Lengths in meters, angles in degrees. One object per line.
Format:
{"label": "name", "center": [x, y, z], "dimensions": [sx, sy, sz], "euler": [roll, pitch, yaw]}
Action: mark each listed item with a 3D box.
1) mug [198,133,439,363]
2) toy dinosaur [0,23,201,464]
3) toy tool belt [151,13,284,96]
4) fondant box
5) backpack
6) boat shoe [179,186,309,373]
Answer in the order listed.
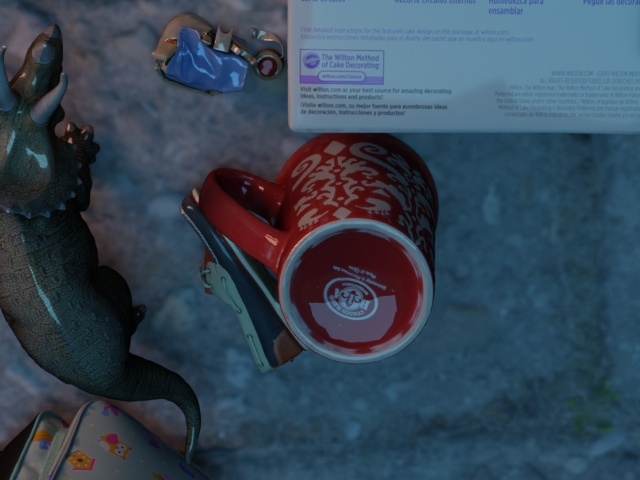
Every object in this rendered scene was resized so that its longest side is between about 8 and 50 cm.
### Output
{"label": "mug", "center": [0.004, 0.009, 1.138], "dimensions": [0.150, 0.169, 0.113], "euler": [-10, 108, 3]}
{"label": "toy dinosaur", "center": [-0.168, 0.021, 1.148], "dimensions": [0.121, 0.160, 0.313], "euler": [-14, 106, 5]}
{"label": "toy tool belt", "center": [-0.065, -0.113, 1.162], "dimensions": [0.083, 0.051, 0.052], "euler": [12, 107, -4]}
{"label": "fondant box", "center": [0.099, -0.233, 1.101], "dimensions": [0.238, 0.096, 0.330], "euler": [1, 108, 1]}
{"label": "backpack", "center": [-0.138, 0.211, 1.205], "dimensions": [0.188, 0.166, 0.144], "euler": [43, 112, -14]}
{"label": "boat shoe", "center": [-0.056, 0.027, 1.210], "dimensions": [0.043, 0.049, 0.137], "euler": [-30, 110, 12]}
